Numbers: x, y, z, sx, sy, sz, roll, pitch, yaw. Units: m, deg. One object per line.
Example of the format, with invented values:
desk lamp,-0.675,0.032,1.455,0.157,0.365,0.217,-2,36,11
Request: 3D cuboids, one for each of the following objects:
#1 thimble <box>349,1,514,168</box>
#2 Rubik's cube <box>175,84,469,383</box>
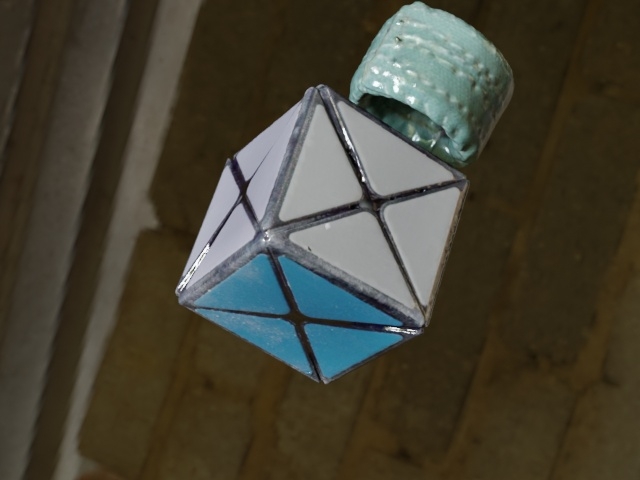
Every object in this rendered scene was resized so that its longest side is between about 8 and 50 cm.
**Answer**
thimble,0.141,-0.204,2.030,0.143,0.198,0.235,-60,-38,-16
Rubik's cube,0.000,0.000,1.968,0.259,0.260,0.255,-39,26,52
